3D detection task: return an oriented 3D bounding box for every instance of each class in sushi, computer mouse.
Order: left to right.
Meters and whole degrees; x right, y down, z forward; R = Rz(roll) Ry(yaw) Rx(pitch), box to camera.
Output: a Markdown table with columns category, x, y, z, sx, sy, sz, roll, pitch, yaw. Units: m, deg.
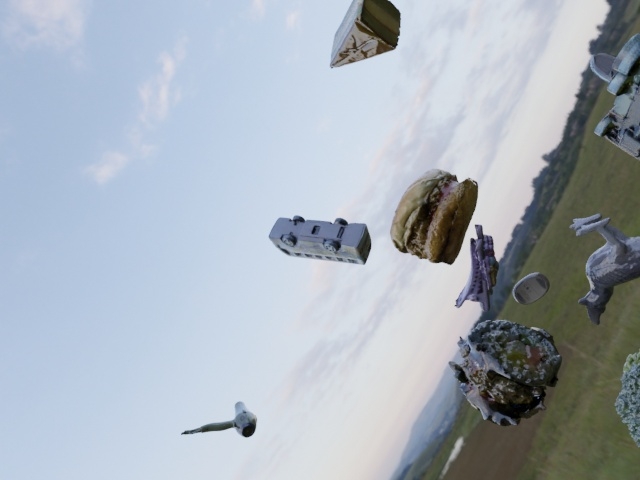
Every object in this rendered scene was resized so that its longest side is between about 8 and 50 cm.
| category | x | y | z | sx | sy | sz | roll | pitch | yaw |
| --- | --- | --- | --- | --- | --- | --- | --- | --- | --- |
| sushi | 0.464 | 0.333 | 1.212 | 0.238 | 0.225 | 0.218 | -112 | 26 | -64 |
| computer mouse | 0.549 | 0.125 | 1.255 | 0.096 | 0.066 | 0.039 | -40 | -5 | 13 |

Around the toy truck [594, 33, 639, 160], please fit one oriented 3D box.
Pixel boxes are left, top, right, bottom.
| category | x | y | z | sx | sy | sz | roll | pitch | yaw |
| --- | --- | --- | --- | --- | --- | --- | --- | --- | --- |
| toy truck | 0.429 | -0.192 | 0.563 | 0.140 | 0.108 | 0.257 | -46 | -26 | 5 |

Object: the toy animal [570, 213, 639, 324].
| category | x | y | z | sx | sy | sz | roll | pitch | yaw |
| --- | --- | --- | --- | --- | --- | --- | --- | --- | --- |
| toy animal | 0.609 | 0.019 | 0.963 | 0.081 | 0.206 | 0.367 | -48 | -7 | -43 |

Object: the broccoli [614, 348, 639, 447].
| category | x | y | z | sx | sy | sz | roll | pitch | yaw |
| --- | --- | --- | --- | --- | --- | --- | --- | --- | --- |
| broccoli | 0.781 | 0.306 | 1.007 | 0.302 | 0.249 | 0.374 | -14 | -59 | -56 |

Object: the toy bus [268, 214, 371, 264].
| category | x | y | z | sx | sy | sz | roll | pitch | yaw |
| --- | --- | --- | --- | --- | --- | --- | --- | --- | --- |
| toy bus | 0.000 | 0.000 | 1.569 | 0.108 | 0.330 | 0.136 | -66 | -33 | -29 |

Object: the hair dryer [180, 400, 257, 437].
| category | x | y | z | sx | sy | sz | roll | pitch | yaw |
| --- | --- | --- | --- | --- | --- | --- | --- | --- | --- |
| hair dryer | -0.278 | 0.509 | 1.363 | 0.167 | 0.200 | 0.067 | -131 | 38 | -85 |

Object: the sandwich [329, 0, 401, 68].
| category | x | y | z | sx | sy | sz | roll | pitch | yaw |
| --- | --- | --- | --- | --- | --- | --- | --- | --- | --- |
| sandwich | 0.050 | -0.392 | 0.888 | 0.114 | 0.163 | 0.079 | 16 | -100 | -47 |

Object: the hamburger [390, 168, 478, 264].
| category | x | y | z | sx | sy | sz | roll | pitch | yaw |
| --- | --- | --- | --- | --- | --- | --- | --- | --- | --- |
| hamburger | 0.287 | -0.062 | 1.193 | 0.244 | 0.163 | 0.244 | -46 | -34 | -44 |

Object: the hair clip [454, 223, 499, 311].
| category | x | y | z | sx | sy | sz | roll | pitch | yaw |
| --- | --- | --- | --- | --- | --- | --- | --- | --- | --- |
| hair clip | 0.395 | 0.074 | 1.176 | 0.278 | 0.091 | 0.137 | 85 | -160 | -48 |

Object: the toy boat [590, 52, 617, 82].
| category | x | y | z | sx | sy | sz | roll | pitch | yaw |
| --- | --- | --- | --- | --- | --- | --- | --- | --- | --- |
| toy boat | 0.725 | -0.419 | 1.187 | 0.066 | 0.140 | 0.059 | 13 | -58 | -50 |
